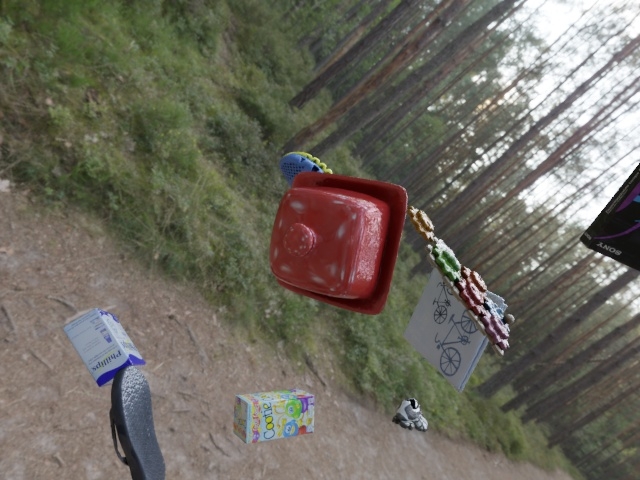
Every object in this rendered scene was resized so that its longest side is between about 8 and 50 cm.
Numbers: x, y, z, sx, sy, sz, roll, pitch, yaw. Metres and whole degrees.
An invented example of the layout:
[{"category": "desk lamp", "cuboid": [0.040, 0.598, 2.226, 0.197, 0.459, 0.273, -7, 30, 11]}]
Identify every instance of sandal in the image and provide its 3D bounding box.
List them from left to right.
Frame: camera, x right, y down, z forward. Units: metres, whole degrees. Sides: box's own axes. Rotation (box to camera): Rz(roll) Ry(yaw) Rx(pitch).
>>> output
[{"category": "sandal", "cuboid": [-0.329, 0.343, 0.722, 0.097, 0.055, 0.254, -90, 175, -77]}, {"category": "sandal", "cuboid": [-0.007, -0.092, 1.102, 0.317, 0.138, 0.126, 52, -31, -5]}]

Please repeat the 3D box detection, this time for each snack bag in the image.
[{"category": "snack bag", "cuboid": [0.428, 0.276, 1.398, 0.037, 0.323, 0.342, 18, 9, -26]}]

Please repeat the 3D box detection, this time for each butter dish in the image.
[{"category": "butter dish", "cuboid": [0.000, 0.000, 0.475, 0.160, 0.159, 0.118, 14, 7, 27]}]

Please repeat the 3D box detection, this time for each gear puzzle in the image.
[{"category": "gear puzzle", "cuboid": [0.292, 0.061, 0.862, 0.339, 0.044, 0.175, 55, 27, 5]}]

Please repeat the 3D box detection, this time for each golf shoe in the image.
[{"category": "golf shoe", "cuboid": [0.314, 0.578, 1.379, 0.077, 0.093, 0.198, 11, -16, 37]}]

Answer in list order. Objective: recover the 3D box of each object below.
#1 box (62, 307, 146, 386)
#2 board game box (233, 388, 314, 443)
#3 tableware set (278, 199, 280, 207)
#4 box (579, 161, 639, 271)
[{"category": "box", "cuboid": [-0.433, 0.218, 0.843, 0.137, 0.072, 0.126, 54, -18, 7]}, {"category": "board game box", "cuboid": [-0.178, 0.667, 1.597, 0.275, 0.142, 0.144, 5, -9, -31]}, {"category": "tableware set", "cuboid": [-0.081, -0.007, 1.140, 0.128, 0.039, 0.194, -116, -161, -60]}, {"category": "box", "cuboid": [0.369, -0.037, 0.420, 0.116, 0.162, 0.029, 25, 29, 3]}]
